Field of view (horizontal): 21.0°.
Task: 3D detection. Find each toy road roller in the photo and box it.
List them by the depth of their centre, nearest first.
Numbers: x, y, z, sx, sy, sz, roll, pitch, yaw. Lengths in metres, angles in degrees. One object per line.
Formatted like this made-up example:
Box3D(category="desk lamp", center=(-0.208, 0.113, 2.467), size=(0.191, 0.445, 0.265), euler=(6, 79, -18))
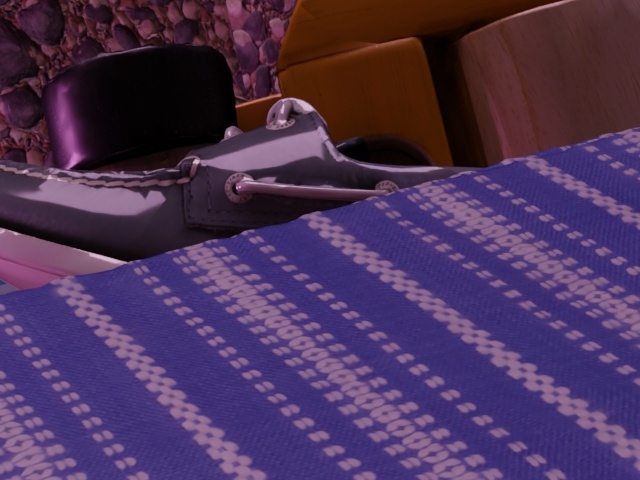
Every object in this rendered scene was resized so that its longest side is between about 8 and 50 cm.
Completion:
Box3D(category="toy road roller", center=(0.025, -0.004, 0.886), size=(0.329, 0.203, 0.240), euler=(-14, -9, 3))

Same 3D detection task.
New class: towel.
Box3D(category="towel", center=(0.072, 0.042, 0.398), size=(0.336, 0.040, 0.243), euler=(-15, 27, -26))

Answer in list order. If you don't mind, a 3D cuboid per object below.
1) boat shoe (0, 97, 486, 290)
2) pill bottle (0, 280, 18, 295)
Box3D(category="boat shoe", center=(0.000, 0.000, 0.671), size=(0.319, 0.099, 0.116), euler=(11, -13, 15))
Box3D(category="pill bottle", center=(-0.294, 0.071, 1.408), size=(0.264, 0.146, 0.146), euler=(-14, 2, -14))
